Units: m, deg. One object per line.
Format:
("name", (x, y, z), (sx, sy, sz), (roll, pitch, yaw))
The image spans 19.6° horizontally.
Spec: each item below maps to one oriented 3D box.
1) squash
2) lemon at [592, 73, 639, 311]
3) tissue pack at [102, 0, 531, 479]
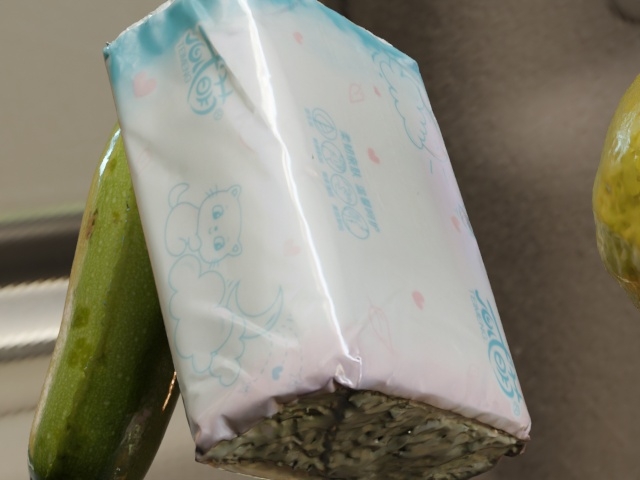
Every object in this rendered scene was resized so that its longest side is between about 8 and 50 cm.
("squash", (-0.109, 0.011, 1.144), (0.094, 0.094, 0.341), (3, -106, 40))
("lemon", (0.292, -0.039, 1.114), (0.236, 0.263, 0.236), (-17, -111, 52))
("tissue pack", (-0.002, -0.001, 1.033), (0.124, 0.201, 0.271), (-32, -122, 30))
